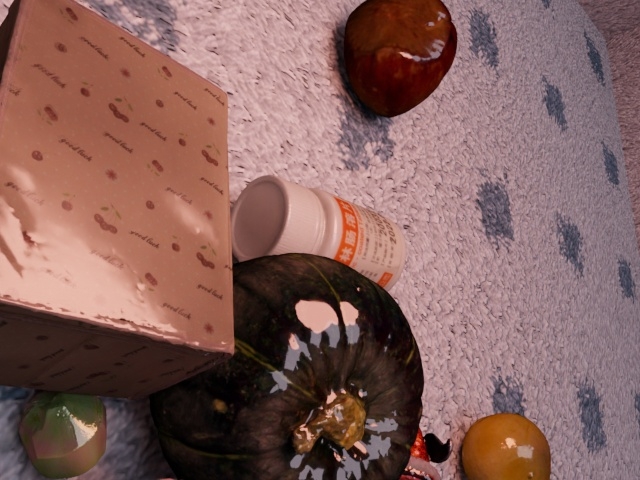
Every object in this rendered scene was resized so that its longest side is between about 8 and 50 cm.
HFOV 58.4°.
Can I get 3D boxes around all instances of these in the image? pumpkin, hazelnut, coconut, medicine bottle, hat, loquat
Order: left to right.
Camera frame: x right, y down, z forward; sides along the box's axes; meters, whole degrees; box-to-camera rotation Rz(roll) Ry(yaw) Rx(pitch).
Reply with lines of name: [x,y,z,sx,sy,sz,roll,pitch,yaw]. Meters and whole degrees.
coconut: [-0.249,0.180,0.558,0.083,0.082,0.081,-42,147,-42]
pumpkin: [-0.032,0.173,0.669,0.323,0.241,0.323,-2,92,-38]
medicine bottle: [0.000,0.000,0.835,0.252,0.144,0.144,20,64,-40]
hazelnut: [0.137,-0.351,1.071,0.218,0.218,0.234,46,68,-28]
hat: [0.133,0.337,0.917,0.227,0.129,0.140,-70,171,-54]
loquat: [0.342,0.414,1.069,0.172,0.149,0.204,52,57,-28]

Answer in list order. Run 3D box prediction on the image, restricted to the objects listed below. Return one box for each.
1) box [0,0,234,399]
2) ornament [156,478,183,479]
box: [-0.220,-0.028,0.532,0.225,0.190,0.297,23,50,-42]
ornament: [-0.164,0.332,0.481,0.259,0.225,0.259,-28,127,-45]
